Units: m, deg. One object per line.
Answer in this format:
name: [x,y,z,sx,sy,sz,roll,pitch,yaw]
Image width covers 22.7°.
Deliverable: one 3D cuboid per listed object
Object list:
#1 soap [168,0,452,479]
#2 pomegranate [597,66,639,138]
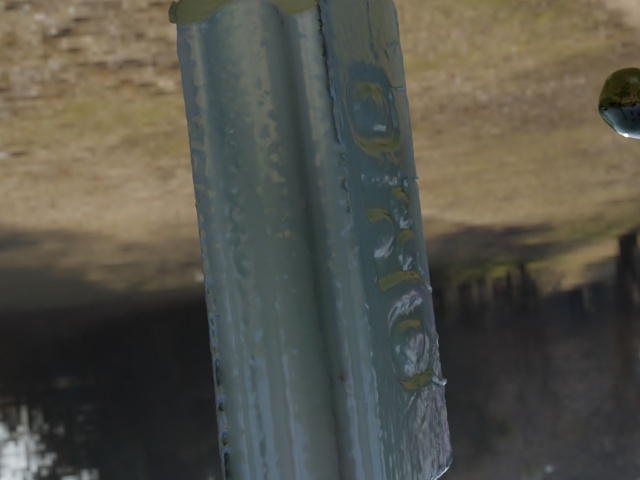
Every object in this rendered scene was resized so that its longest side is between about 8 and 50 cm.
soap: [0.000,0.000,0.780,0.094,0.261,0.150,-6,180,12]
pomegranate: [0.313,-0.132,1.575,0.073,0.073,0.084,-8,158,25]
